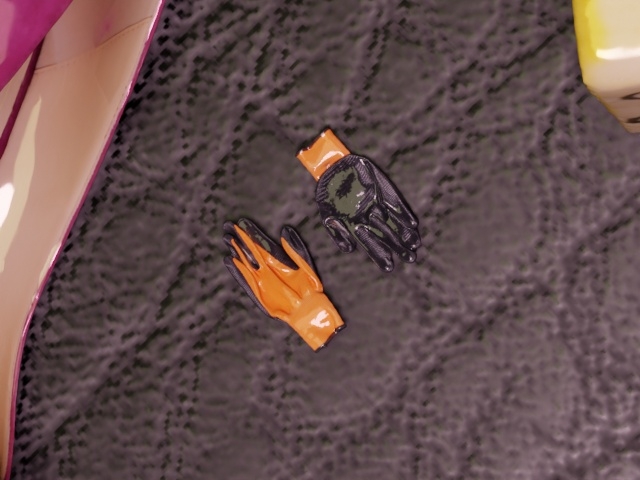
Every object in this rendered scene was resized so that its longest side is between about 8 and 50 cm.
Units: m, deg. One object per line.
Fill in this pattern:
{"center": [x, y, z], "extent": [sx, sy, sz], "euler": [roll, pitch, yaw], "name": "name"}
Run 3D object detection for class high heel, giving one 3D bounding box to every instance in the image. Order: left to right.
{"center": [-0.138, 0.014, 0.810], "extent": [0.181, 0.127, 0.377], "euler": [-7, 83, 24], "name": "high heel"}

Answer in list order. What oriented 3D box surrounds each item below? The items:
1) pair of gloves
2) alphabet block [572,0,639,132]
{"center": [0.000, 0.000, 0.841], "extent": [0.083, 0.010, 0.074], "euler": [-44, 78, 6], "name": "pair of gloves"}
{"center": [0.193, -0.152, 0.707], "extent": [0.197, 0.192, 0.193], "euler": [-7, 85, 13], "name": "alphabet block"}
